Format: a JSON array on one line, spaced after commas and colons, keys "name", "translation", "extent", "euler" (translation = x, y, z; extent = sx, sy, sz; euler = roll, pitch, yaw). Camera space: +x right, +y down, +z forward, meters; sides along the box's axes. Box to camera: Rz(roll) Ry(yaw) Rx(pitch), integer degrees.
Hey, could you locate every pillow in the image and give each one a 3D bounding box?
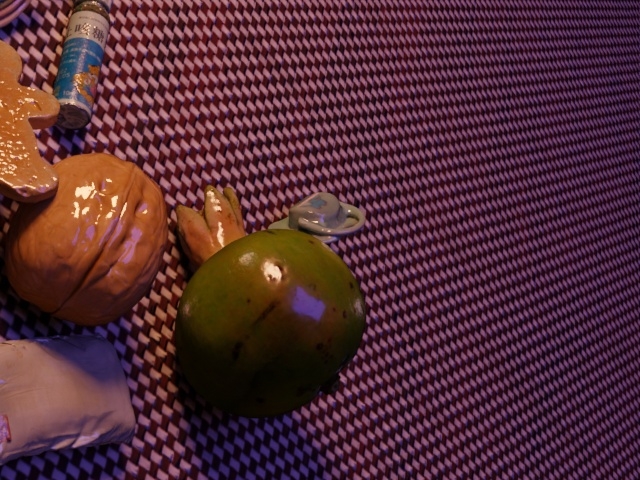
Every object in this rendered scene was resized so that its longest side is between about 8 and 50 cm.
[{"name": "pillow", "translation": [-0.280, 0.160, 1.514], "extent": [0.229, 0.051, 0.128], "euler": [0, 66, -57]}]

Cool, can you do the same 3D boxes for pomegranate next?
[{"name": "pomegranate", "translation": [-0.083, 0.065, 1.733], "extent": [0.236, 0.236, 0.302], "euler": [-1, 51, -56]}]

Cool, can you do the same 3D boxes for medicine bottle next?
[{"name": "medicine bottle", "translation": [-0.281, -0.217, 1.720], "extent": [0.051, 0.051, 0.191], "euler": [38, 43, -40]}]

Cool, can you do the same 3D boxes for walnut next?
[{"name": "walnut", "translation": [-0.245, -0.004, 1.558], "extent": [0.165, 0.165, 0.197], "euler": [50, 47, -28]}]

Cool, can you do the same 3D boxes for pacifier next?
[{"name": "pacifier", "translation": [0.000, 0.000, 1.982], "extent": [0.150, 0.127, 0.116], "euler": [-45, 135, -62]}]

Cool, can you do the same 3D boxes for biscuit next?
[{"name": "biscuit", "translation": [-0.347, -0.128, 1.525], "extent": [0.153, 0.030, 0.234], "euler": [2, 50, -26]}]

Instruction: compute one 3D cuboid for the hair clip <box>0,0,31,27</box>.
[{"name": "hair clip", "translation": [-0.378, -0.306, 1.588], "extent": [0.140, 0.054, 0.220], "euler": [-63, 148, -19]}]
